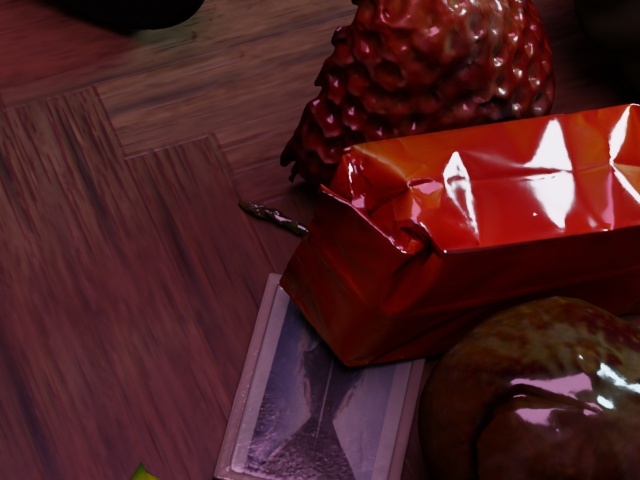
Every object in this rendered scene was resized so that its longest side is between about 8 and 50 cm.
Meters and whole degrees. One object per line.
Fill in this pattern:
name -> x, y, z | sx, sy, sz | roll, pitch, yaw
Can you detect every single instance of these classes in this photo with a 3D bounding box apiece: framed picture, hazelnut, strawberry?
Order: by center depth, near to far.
hazelnut -> 0.193, 0.138, 1.415 | 0.233, 0.218, 0.218 | 3, 58, -4
framed picture -> 0.006, 0.128, 1.503 | 0.150, 0.015, 0.203 | 15, 57, 1
strawberry -> 0.116, -0.137, 1.544 | 0.150, 0.280, 0.253 | 45, 53, 16

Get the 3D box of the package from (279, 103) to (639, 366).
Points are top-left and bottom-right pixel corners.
package -> 0.182, -0.012, 1.502 | 0.423, 0.196, 0.123 | -9, 65, -21

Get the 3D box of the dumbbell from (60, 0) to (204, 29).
dumbbell -> -0.141, -0.372, 1.686 | 0.203, 0.204, 0.322 | 21, 58, 5

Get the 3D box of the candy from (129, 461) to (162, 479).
candy -> -0.142, 0.259, 1.387 | 0.102, 0.032, 0.178 | 28, 58, 9

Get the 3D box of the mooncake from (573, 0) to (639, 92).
mooncake -> 0.387, -0.238, 1.606 | 0.351, 0.351, 0.187 | 24, 58, 6

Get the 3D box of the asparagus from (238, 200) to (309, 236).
asparagus -> 0.000, 0.000, 1.583 | 0.163, 0.016, 0.016 | 28, 77, 8
